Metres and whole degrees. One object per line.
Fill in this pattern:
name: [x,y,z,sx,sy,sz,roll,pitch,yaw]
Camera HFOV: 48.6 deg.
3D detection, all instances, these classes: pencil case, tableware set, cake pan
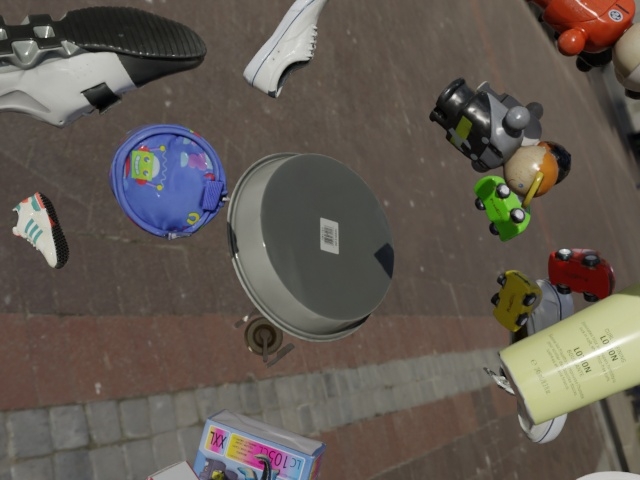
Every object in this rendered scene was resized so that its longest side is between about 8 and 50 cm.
pencil case: [-0.192,-0.083,0.875,0.133,0.119,0.306,21,3,-19]
tableware set: [-0.080,0.177,1.560,0.128,0.194,0.039,52,-15,2]
cake pan: [0.000,0.000,1.039,0.293,0.054,0.293,16,64,-36]

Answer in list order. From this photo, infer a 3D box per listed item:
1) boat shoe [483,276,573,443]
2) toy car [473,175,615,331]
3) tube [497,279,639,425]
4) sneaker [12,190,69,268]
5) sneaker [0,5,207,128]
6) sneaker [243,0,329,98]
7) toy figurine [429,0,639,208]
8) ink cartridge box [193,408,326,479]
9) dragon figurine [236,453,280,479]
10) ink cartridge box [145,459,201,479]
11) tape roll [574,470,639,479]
boat shoe: [0.399,0.255,1.405,0.136,0.156,0.367,-130,-146,-59]
toy car: [0.299,0.003,1.019,0.053,0.239,0.225,-22,81,-30]
tube: [0.252,0.059,0.522,0.062,0.240,0.070,-106,170,-63]
sneaker: [-0.521,-0.009,1.310,0.057,0.075,0.161,63,3,-71]
sneaker: [-0.321,-0.227,0.965,0.146,0.330,0.122,101,-26,-44]
sneaker: [-0.047,-0.404,1.452,0.091,0.258,0.094,38,7,4]
toy figurine: [0.230,-0.143,0.682,0.148,0.209,0.213,42,20,10]
ink cartridge box: [-0.171,0.622,1.611,0.151,0.270,0.395,11,94,-75]
dragon figurine: [-0.124,0.513,1.351,0.085,0.289,0.144,9,50,-17]
ink cartridge box: [-0.207,0.396,0.928,0.127,0.175,0.072,48,27,19]
tape roll: [0.432,0.441,0.929,0.286,0.286,0.100,-54,157,-60]
